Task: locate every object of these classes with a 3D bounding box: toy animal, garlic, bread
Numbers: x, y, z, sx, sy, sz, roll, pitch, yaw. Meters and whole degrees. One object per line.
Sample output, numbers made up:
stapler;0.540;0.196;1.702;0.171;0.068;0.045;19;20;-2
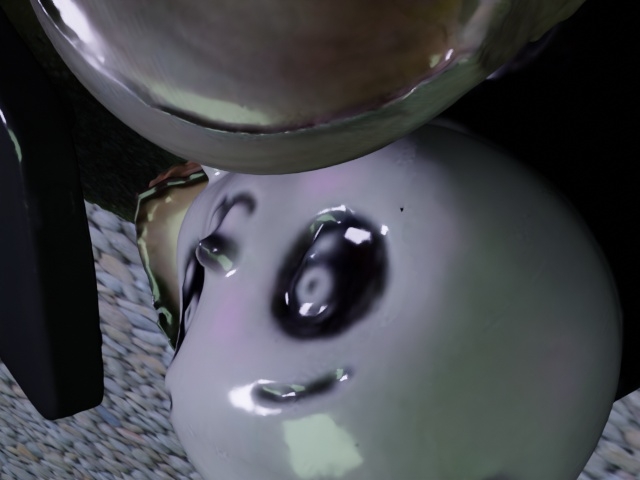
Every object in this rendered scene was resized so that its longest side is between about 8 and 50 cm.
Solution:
toy animal;0.064;0.015;0.901;0.251;0.310;0.251;29;156;14
garlic;-0.001;-0.157;0.760;0.292;0.210;0.237;29;130;17
bread;-0.136;-0.090;1.276;0.207;0.056;0.286;42;154;-21

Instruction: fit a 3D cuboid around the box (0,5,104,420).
box;-0.224;-0.058;1.246;0.289;0.073;0.290;50;153;37

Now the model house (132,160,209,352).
model house;0.000;0.000;1.131;0.166;0.172;0.183;-16;110;23
